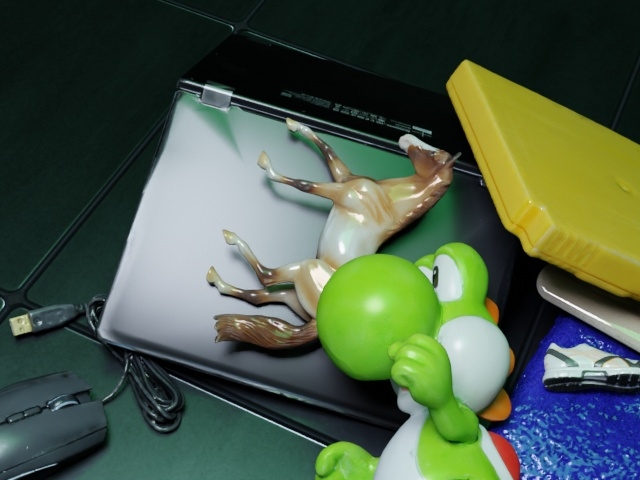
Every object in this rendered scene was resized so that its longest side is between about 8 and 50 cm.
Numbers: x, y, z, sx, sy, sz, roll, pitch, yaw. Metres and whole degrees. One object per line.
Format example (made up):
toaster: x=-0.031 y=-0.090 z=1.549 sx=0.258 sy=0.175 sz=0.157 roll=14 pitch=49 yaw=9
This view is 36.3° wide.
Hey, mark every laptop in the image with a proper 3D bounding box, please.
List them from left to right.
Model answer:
laptop: x=0.015 y=-0.031 z=1.078 sx=0.381 sy=0.236 sz=0.408 roll=17 pitch=24 yaw=0

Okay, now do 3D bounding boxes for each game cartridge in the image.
game cartridge: x=0.291 y=-0.037 z=0.987 sx=0.323 sy=0.053 sz=0.285 roll=20 pitch=33 yaw=-22

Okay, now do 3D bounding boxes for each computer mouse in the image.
computer mouse: x=-0.276 y=0.140 z=0.919 sx=0.262 sy=0.060 sz=0.184 roll=-23 pitch=58 yaw=-21

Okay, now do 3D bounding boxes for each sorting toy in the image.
sorting toy: x=0.331 y=0.066 z=1.003 sx=0.193 sy=0.038 sz=0.208 roll=31 pitch=27 yaw=19

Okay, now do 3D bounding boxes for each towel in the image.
towel: x=0.314 y=0.208 z=0.901 sx=0.308 sy=0.076 sz=0.228 roll=29 pitch=54 yaw=17

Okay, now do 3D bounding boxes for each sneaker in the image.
sneaker: x=0.259 y=0.114 z=0.901 sx=0.109 sy=0.040 sz=0.044 roll=2 pitch=54 yaw=2

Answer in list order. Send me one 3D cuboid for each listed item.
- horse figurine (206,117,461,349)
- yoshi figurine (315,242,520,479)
horse figurine: x=0.000 y=0.000 z=0.927 sx=0.174 sy=0.066 sz=0.263 roll=26 pitch=80 yaw=6
yoshi figurine: x=0.065 y=0.161 z=0.819 sx=0.203 sy=0.203 sz=0.362 roll=-9 pitch=60 yaw=23
